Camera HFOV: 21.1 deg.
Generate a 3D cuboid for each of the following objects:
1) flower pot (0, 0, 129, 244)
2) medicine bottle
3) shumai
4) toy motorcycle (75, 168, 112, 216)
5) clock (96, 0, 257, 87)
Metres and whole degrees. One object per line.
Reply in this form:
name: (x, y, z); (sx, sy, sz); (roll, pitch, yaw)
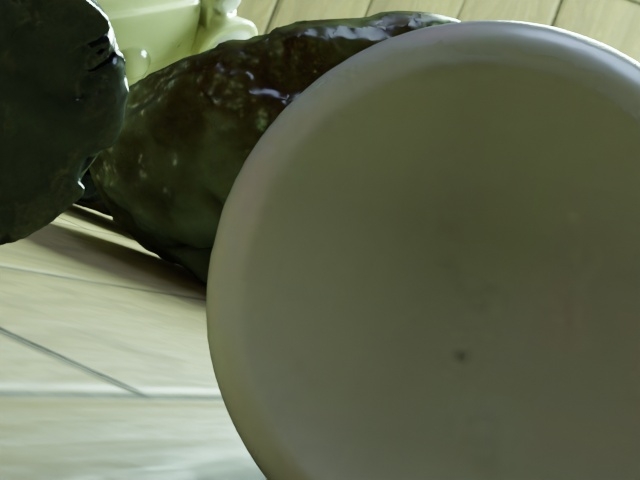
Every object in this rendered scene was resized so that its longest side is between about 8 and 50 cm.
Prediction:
flower pot: (-0.151, -0.068, 0.694); (0.107, 0.157, 0.157); (39, 13, 38)
medicine bottle: (0.065, 0.021, 0.505); (0.139, 0.139, 0.237); (22, 3, 16)
shumai: (0.000, 0.000, 0.986); (0.272, 0.204, 0.222); (-20, -26, 32)
toy motorcycle: (-0.104, -0.049, 1.224); (0.307, 0.108, 0.173); (20, -1, -10)
clock: (-0.191, -0.198, 1.122); (0.276, 0.120, 0.379); (1, 51, -22)
